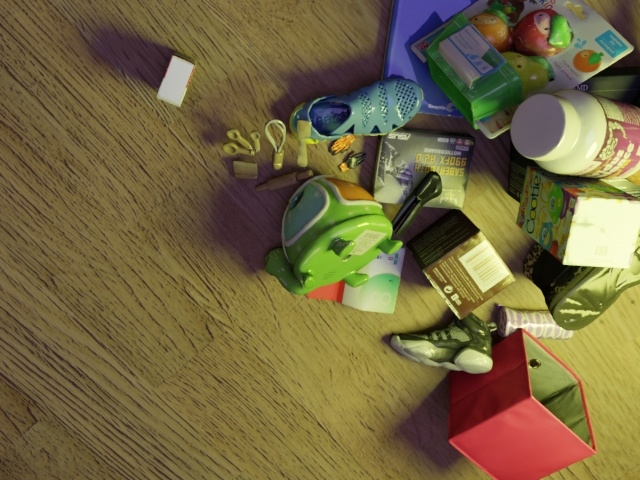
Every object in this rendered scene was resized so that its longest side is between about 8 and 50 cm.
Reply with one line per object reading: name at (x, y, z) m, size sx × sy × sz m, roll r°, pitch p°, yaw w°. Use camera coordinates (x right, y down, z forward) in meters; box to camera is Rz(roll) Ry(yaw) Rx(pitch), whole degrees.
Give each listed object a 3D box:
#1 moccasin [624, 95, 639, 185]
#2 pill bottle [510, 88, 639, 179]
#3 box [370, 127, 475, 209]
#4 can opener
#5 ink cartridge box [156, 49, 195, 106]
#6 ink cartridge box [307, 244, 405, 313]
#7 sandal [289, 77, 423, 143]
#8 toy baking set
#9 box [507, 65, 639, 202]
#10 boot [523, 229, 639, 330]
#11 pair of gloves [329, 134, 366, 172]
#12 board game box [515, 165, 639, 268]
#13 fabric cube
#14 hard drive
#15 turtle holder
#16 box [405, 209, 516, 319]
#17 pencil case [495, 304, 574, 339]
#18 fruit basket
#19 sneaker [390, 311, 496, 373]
moccasin at (0.775, -0.289, 1.552) m, size 0.147 × 0.139 × 0.380 m, roll 27°, pitch 103°, yaw -15°
pill bottle at (0.524, -0.213, 1.455) m, size 0.301 × 0.169 × 0.169 m, roll 1°, pitch 111°, yaw -39°
box at (0.247, -0.178, 1.761) m, size 0.231 × 0.056 × 0.183 m, roll 5°, pitch 107°, yaw -8°
can opener at (0.225, -0.090, 1.732) m, size 0.073 × 0.059 × 0.186 m, roll 17°, pitch 119°, yaw -39°
ink cartridge box at (-0.318, -0.360, 1.597) m, size 0.056 × 0.135 × 0.099 m, roll 21°, pitch 105°, yaw -16°
ink cartridge box at (0.090, 0.084, 1.834) m, size 0.225 × 0.056 × 0.181 m, roll 6°, pitch 107°, yaw -10°
sandal at (0.077, -0.288, 1.634) m, size 0.317 × 0.138 × 0.126 m, roll -16°, pitch 94°, yaw 8°
toy baking set at (-0.112, -0.192, 1.657) m, size 0.256 × 0.030 × 0.197 m, roll -10°, pitch 137°, yaw 27°
box at (0.646, -0.245, 1.719) m, size 0.343 × 0.179 × 0.312 m, roll -3°, pitch 110°, yaw -5°
boot at (0.674, 0.029, 1.756) m, size 0.138 × 0.284 × 0.377 m, roll 42°, pitch 101°, yaw -16°
pair of gloves at (0.067, -0.213, 1.754) m, size 0.074 × 0.010 × 0.083 m, roll -32°, pitch 110°, yaw 4°
board game box at (0.539, -0.057, 1.529) m, size 0.144 × 0.275 × 0.142 m, roll 4°, pitch 108°, yaw -7°
fabric cube at (0.507, 0.436, 1.854) m, size 0.254 × 0.259 × 0.258 m, roll 40°, pitch 121°, yaw -17°
hard drive at (0.258, -0.457, 1.678) m, size 0.210 × 0.040 × 0.318 m, roll 5°, pitch 107°, yaw -8°
turtle holder at (0.018, -0.007, 1.713) m, size 0.243 × 0.227 × 0.320 m, roll -14°, pitch 152°, yaw -27°
box at (0.339, 0.052, 1.770) m, size 0.167 × 0.203 × 0.168 m, roll -37°, pitch 108°, yaw 7°
pencil case at (0.571, 0.217, 1.916) m, size 0.206 × 0.086 × 0.088 m, roll 3°, pitch 74°, yaw -10°
fruit basket at (0.417, -0.421, 1.544) m, size 0.353 × 0.327 × 0.165 m, roll -35°, pitch 151°, yaw 7°
sneaker at (0.327, 0.249, 1.891) m, size 0.269 × 0.153 × 0.101 m, roll 9°, pitch 153°, yaw 22°
